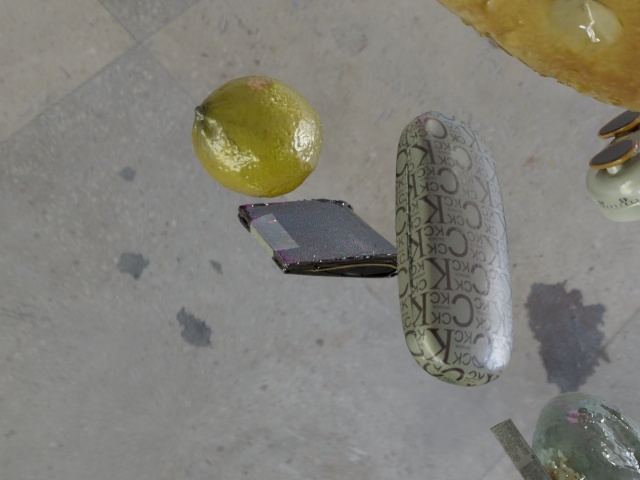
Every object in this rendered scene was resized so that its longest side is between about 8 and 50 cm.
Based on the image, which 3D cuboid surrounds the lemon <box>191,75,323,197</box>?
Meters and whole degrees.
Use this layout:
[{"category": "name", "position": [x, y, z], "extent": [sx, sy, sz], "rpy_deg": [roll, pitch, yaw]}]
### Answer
[{"category": "lemon", "position": [-0.100, -0.166, 1.277], "extent": [0.231, 0.192, 0.192], "rpy_deg": [19, 71, -39]}]

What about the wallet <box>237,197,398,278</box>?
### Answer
[{"category": "wallet", "position": [0.000, 0.000, 1.474], "extent": [0.262, 0.071, 0.221], "rpy_deg": [1, 31, -33]}]

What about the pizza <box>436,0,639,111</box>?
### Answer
[{"category": "pizza", "position": [0.170, -0.155, 0.316], "extent": [0.408, 0.278, 0.114], "rpy_deg": [16, 59, -3]}]

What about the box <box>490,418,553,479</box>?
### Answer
[{"category": "box", "position": [0.351, 0.386, 1.278], "extent": [0.039, 0.055, 0.218], "rpy_deg": [-35, 46, 4]}]

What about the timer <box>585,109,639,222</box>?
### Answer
[{"category": "timer", "position": [0.673, -0.126, 1.626], "extent": [0.240, 0.233, 0.233], "rpy_deg": [48, 72, -16]}]

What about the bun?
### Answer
[{"category": "bun", "position": [0.528, 0.458, 1.491], "extent": [0.362, 0.211, 0.362], "rpy_deg": [24, 59, -49]}]

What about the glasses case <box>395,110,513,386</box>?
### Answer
[{"category": "glasses case", "position": [0.159, 0.000, 0.960], "extent": [0.137, 0.085, 0.355], "rpy_deg": [18, 57, -27]}]
